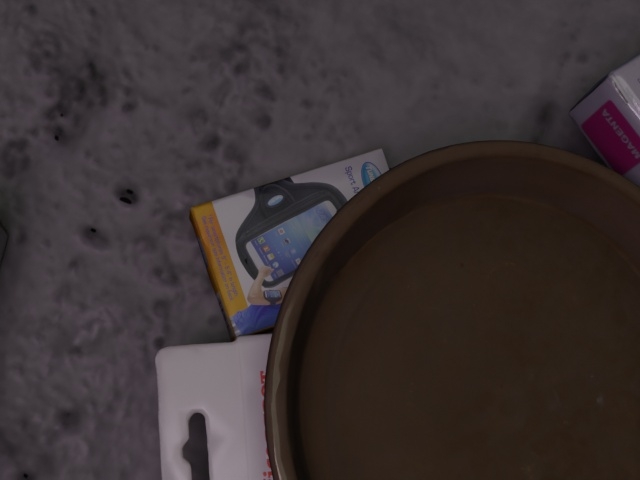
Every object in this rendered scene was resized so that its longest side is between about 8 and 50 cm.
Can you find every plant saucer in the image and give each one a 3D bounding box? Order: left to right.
[{"bbox_3d":[0.102,0.086,0.528,0.277,0.041,0.278,4,76,-17],"label":"plant saucer"}]

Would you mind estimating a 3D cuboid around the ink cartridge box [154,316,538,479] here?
[{"bbox_3d":[0.011,0.107,0.565,0.198,0.067,0.115,-2,79,-10],"label":"ink cartridge box"}]

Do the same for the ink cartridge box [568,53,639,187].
[{"bbox_3d":[0.321,-0.084,0.633,0.311,0.065,0.186,-33,84,-21],"label":"ink cartridge box"}]

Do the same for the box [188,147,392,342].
[{"bbox_3d":[0.000,0.000,0.605,0.136,0.028,0.081,-19,82,-10],"label":"box"}]

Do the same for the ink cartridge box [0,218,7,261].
[{"bbox_3d":[-0.285,0.035,0.523,0.212,0.093,0.154,12,78,-4],"label":"ink cartridge box"}]
